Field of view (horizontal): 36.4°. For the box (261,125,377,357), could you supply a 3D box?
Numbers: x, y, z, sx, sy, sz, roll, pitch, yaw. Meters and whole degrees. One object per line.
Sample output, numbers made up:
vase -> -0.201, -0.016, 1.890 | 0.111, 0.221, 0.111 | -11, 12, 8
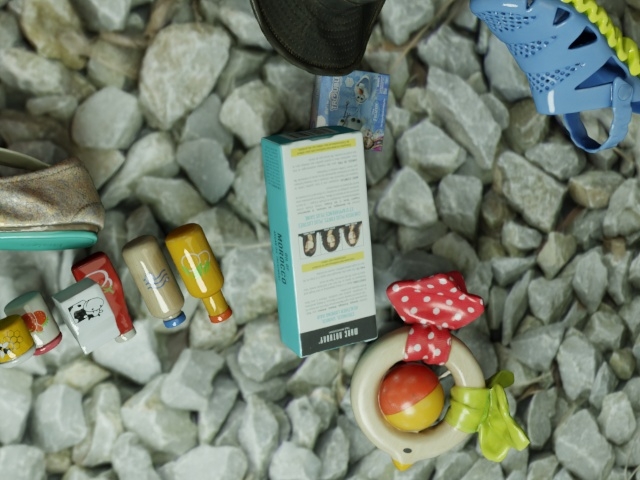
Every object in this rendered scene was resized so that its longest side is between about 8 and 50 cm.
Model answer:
box -> 0.000, 0.000, 1.092 | 0.100, 0.060, 0.244 | -12, 108, -23

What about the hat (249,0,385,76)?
hat -> 0.054, -0.331, 0.975 | 0.331, 0.134, 0.331 | -17, 110, -58

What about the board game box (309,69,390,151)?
board game box -> 0.034, -0.151, 1.120 | 0.090, 0.020, 0.090 | 2, 97, -26

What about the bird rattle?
bird rattle -> 0.133, 0.167, 1.168 | 0.207, 0.143, 0.253 | -33, 109, -1

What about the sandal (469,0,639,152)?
sandal -> 0.303, -0.213, 1.196 | 0.317, 0.126, 0.138 | 28, 89, -26

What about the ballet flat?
ballet flat -> -0.362, -0.037, 0.905 | 0.316, 0.107, 0.106 | -4, 80, -32

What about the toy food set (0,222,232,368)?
toy food set -> -0.212, 0.077, 0.978 | 0.232, 0.111, 0.105 | -31, 110, -22
